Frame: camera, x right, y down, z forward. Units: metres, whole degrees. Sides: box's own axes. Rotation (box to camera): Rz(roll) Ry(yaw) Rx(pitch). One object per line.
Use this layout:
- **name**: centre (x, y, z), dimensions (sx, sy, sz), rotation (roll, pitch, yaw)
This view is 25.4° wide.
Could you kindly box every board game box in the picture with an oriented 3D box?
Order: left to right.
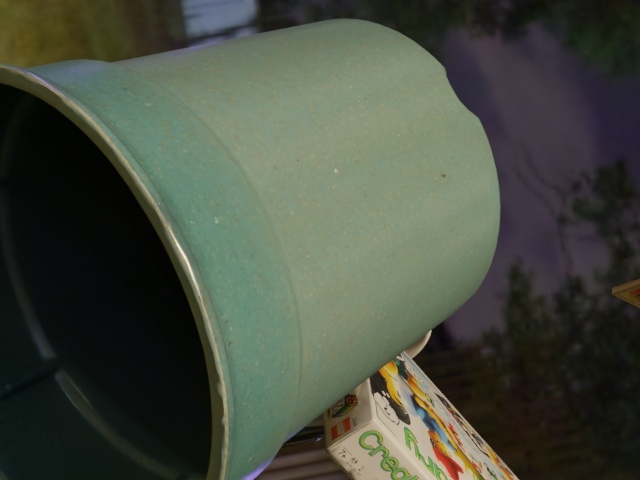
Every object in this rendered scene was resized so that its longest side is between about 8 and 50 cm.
- **board game box**: centre (0.110, 0.211, 1.219), dimensions (0.305, 0.053, 0.193), rotation (48, 16, -22)

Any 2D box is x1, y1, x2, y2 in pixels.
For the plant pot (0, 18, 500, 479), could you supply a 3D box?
- **plant pot**: centre (-0.068, 0.000, 1.004), dimensions (0.341, 0.334, 0.341), rotation (23, -55, 37)

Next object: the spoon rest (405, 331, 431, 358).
- **spoon rest**: centre (0.037, 0.008, 1.420), dimensions (0.276, 0.084, 0.137), rotation (52, 34, -28)

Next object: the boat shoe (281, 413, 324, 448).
- **boat shoe**: centre (-0.099, 0.155, 1.284), dimensions (0.109, 0.305, 0.091), rotation (52, -55, 40)

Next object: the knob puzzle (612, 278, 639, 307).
- **knob puzzle**: centre (0.522, 0.080, 1.905), dimensions (0.213, 0.213, 0.030), rotation (94, 2, -64)
